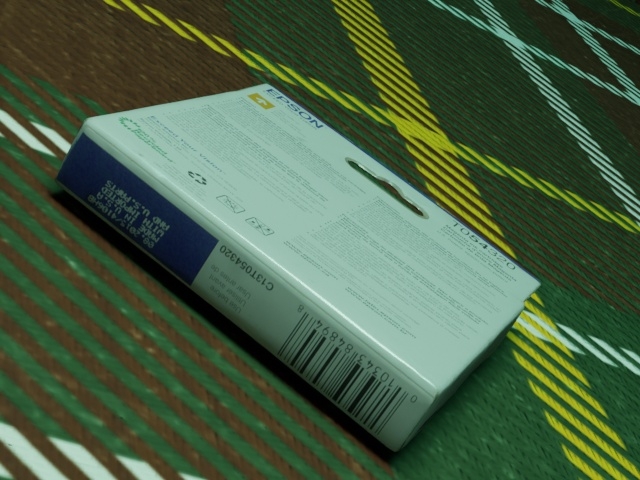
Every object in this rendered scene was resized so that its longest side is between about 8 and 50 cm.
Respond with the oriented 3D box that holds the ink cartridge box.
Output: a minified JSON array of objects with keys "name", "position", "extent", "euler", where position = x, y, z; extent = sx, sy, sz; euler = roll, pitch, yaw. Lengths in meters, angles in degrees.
[{"name":"ink cartridge box","position":[0.000,0.000,1.085],"extent":[0.324,0.071,0.330],"euler":[37,21,12]}]
